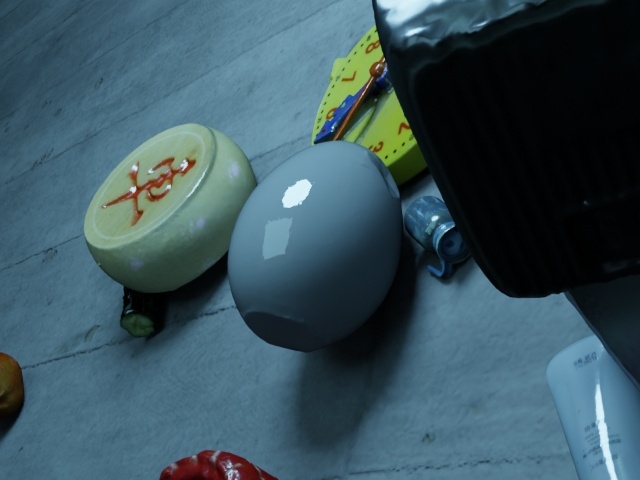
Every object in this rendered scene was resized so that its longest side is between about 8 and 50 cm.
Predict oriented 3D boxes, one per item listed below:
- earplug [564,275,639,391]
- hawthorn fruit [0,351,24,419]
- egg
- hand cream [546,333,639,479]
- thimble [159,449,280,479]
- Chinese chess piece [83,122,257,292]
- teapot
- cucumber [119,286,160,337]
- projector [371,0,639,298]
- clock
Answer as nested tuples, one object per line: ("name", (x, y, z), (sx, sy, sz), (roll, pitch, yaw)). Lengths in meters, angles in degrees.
("earplug", (0.309, -0.034, 0.795), (0.301, 0.172, 0.172), (-38, 34, 7))
("hawthorn fruit", (-0.521, 0.227, 1.737), (0.128, 0.128, 0.128), (-35, 37, 31))
("egg", (0.000, 0.000, 1.173), (0.176, 0.176, 0.232), (-9, 45, 51))
("hand cream", (0.221, 0.169, 0.836), (0.079, 0.048, 0.255), (-30, 34, 23))
("thimble", (-0.088, 0.299, 1.065), (0.163, 0.125, 0.189), (-43, 33, 15))
("Chinese chess piece", (-0.206, -0.048, 1.525), (0.251, 0.097, 0.251), (-25, 38, 21))
("teapot", (0.115, -0.006, 1.139), (0.063, 0.049, 0.083), (-52, 32, 7))
("cucumber", (-0.255, 0.059, 1.584), (0.058, 0.058, 0.187), (-43, 34, 21))
("projector", (0.243, -0.206, 0.723), (0.395, 0.242, 0.405), (-15, 40, 17))
("clock", (0.084, -0.184, 1.326), (0.293, 0.071, 0.277), (-27, 41, 39))
